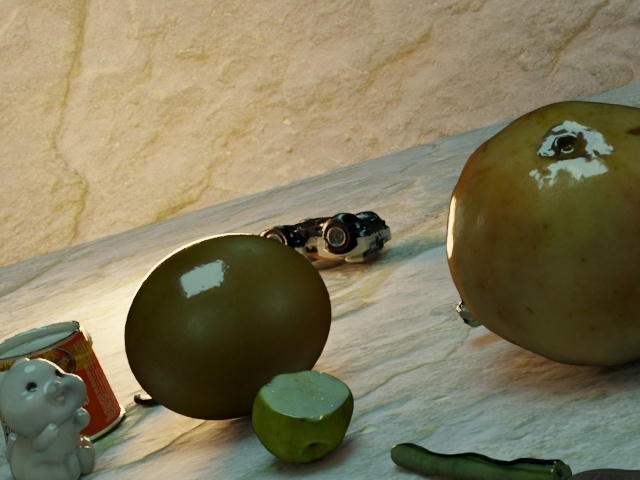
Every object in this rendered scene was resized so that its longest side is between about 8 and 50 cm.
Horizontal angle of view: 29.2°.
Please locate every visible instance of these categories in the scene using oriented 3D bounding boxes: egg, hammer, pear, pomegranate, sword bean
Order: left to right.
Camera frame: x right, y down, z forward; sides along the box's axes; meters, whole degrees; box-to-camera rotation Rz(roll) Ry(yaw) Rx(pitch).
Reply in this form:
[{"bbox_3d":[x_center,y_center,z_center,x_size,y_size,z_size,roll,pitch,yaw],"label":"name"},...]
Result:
[{"bbox_3d":[-0.232,0.245,2.124,0.182,0.017,0.062,-22,15,-34],"label":"hammer"},{"bbox_3d":[-0.139,0.131,1.910,0.351,0.282,0.283,-18,12,-38],"label":"egg"},{"bbox_3d":[-0.025,0.250,1.684,0.141,0.104,0.141,2,30,-1],"label":"pear"},{"bbox_3d":[0.184,0.273,1.489,0.043,0.038,0.269,-32,20,-38],"label":"sword bean"},{"bbox_3d":[0.391,-0.006,1.751,0.411,0.411,0.411,-14,13,3],"label":"pomegranate"}]

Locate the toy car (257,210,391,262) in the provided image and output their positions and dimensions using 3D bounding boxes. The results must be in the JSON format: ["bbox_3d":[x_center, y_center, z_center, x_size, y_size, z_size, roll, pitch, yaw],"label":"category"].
[{"bbox_3d":[-0.001,0.002,2.682,0.301,0.118,0.193,-10,5,24],"label":"toy car"}]

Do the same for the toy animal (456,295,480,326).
[{"bbox_3d":[0.324,0.095,1.967,0.225,0.093,0.121,-20,12,-18],"label":"toy animal"}]

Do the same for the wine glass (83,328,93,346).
[{"bbox_3d":[-0.506,0.230,2.354,0.079,0.079,0.195,-11,14,18],"label":"wine glass"}]

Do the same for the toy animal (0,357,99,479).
[{"bbox_3d":[-0.429,0.275,1.852,0.178,0.193,0.127,-14,11,42],"label":"toy animal"}]

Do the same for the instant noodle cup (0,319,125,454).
[{"bbox_3d":[-0.447,0.239,2.031,0.213,0.174,0.213,-15,12,3],"label":"instant noodle cup"}]

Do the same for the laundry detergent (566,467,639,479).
[{"bbox_3d":[0.349,0.274,1.207,0.237,0.076,0.171,-7,15,30],"label":"laundry detergent"}]
